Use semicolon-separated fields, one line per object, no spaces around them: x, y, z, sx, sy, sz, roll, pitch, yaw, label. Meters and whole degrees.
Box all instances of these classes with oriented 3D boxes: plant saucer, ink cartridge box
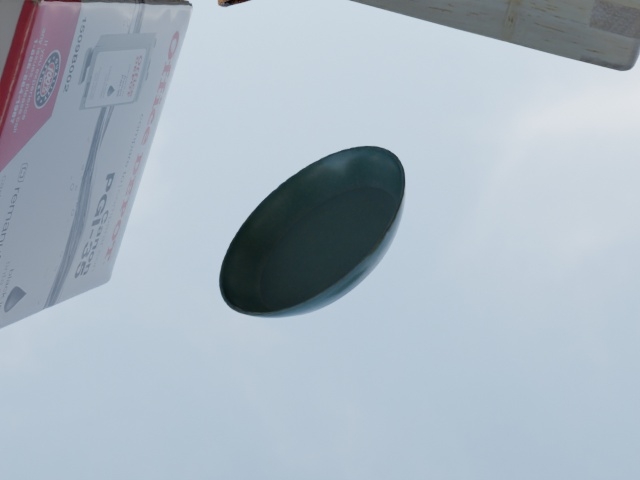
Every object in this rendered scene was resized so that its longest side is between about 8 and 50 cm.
0.000;0.000;0.922;0.119;0.021;0.119;-28;-147;20;plant saucer
-0.190;-0.067;1.023;0.117;0.207;0.283;20;-169;10;ink cartridge box

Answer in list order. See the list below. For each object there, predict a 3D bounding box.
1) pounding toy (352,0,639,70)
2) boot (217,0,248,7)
0.033;-0.103;0.336;0.130;0.100;0.141;16;-146;7;pounding toy
-0.066;-0.305;1.239;0.264;0.280;0.096;-7;178;24;boot
